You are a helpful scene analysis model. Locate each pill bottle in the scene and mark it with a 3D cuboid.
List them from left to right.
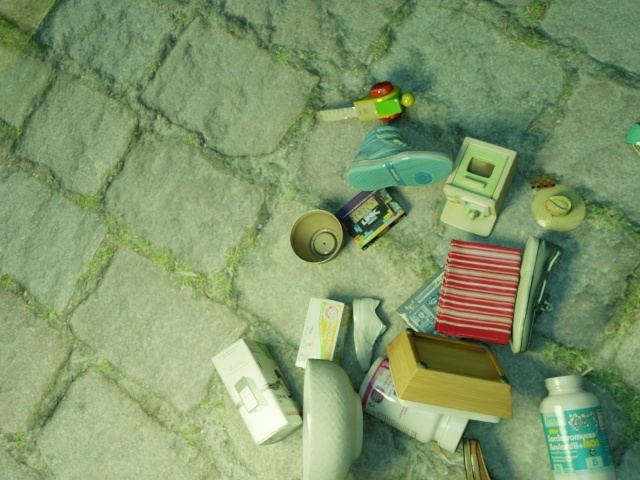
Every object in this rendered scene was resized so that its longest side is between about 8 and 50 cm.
[{"bbox_3d":[0.254,0.437,1.752,0.283,0.160,0.160,24,85,20],"label":"pill bottle"},{"bbox_3d":[0.631,0.471,1.636,0.146,0.146,0.264,-12,74,14],"label":"pill bottle"}]

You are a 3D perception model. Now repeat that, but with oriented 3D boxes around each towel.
[{"bbox_3d":[0.427,0.136,1.776,0.199,0.031,0.274,10,73,11],"label":"towel"}]

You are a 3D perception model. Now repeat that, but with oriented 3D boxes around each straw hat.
[{"bbox_3d":[0.657,-0.098,1.811,0.145,0.061,0.144,-4,77,16],"label":"straw hat"}]

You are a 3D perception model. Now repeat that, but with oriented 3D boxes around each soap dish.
[{"bbox_3d":[0.326,0.336,1.669,0.291,0.229,0.118,11,112,-7],"label":"soap dish"}]

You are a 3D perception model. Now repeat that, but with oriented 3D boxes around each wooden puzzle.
[{"bbox_3d":[0.632,-0.166,1.853,0.083,0.006,0.049,-6,50,16],"label":"wooden puzzle"}]

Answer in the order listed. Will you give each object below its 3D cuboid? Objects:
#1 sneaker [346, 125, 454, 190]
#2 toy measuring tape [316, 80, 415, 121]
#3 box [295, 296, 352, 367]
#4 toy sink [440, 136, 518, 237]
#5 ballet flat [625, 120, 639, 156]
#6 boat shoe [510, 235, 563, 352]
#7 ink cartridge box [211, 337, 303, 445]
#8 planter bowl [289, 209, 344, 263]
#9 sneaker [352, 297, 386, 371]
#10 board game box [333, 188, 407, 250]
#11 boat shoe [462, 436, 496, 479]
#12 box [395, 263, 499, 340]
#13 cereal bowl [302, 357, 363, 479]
[{"bbox_3d":[0.239,-0.261,1.904,0.319,0.127,0.208,-2,50,28],"label":"sneaker"},{"bbox_3d":[0.147,-0.423,2.037,0.330,0.121,0.121,-1,76,35],"label":"toy measuring tape"},{"bbox_3d":[0.013,0.274,1.890,0.103,0.114,0.203,9,79,18],"label":"box"},{"bbox_3d":[0.440,-0.149,1.852,0.153,0.131,0.234,23,85,21],"label":"toy sink"},{"bbox_3d":[0.927,-0.221,1.758,0.247,0.083,0.087,42,116,21],"label":"ballet flat"},{"bbox_3d":[0.576,0.149,1.749,0.099,0.116,0.319,13,78,4],"label":"boat shoe"},{"bbox_3d":[-0.168,0.428,1.863,0.115,0.198,0.272,-34,70,5],"label":"ink cartridge box"},{"bbox_3d":[0.000,0.000,1.962,0.162,0.109,0.162,-4,76,15],"label":"planter bowl"},{"bbox_3d":[0.143,0.267,1.878,0.094,0.080,0.212,-3,75,4],"label":"sneaker"},{"bbox_3d":[0.148,-0.076,1.968,0.170,0.048,0.141,-40,70,4],"label":"board game box"},{"bbox_3d":[0.435,0.654,1.682,0.105,0.111,0.307,-11,84,10],"label":"boat shoe"},{"bbox_3d":[0.354,0.187,1.835,0.233,0.059,0.183,-44,71,3],"label":"box"},{"bbox_3d":[0.029,0.472,1.688,0.141,0.339,0.338,2,77,-5],"label":"cereal bowl"}]
